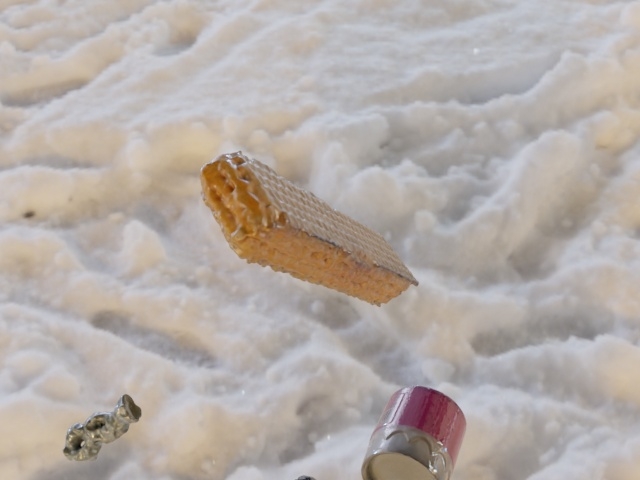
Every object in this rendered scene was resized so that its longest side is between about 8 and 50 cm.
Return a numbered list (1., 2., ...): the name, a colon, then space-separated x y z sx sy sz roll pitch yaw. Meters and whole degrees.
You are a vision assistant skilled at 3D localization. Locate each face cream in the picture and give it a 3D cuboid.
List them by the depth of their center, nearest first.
1. face cream: 0.188 0.416 1.736 0.175 0.175 0.195 14 38 17

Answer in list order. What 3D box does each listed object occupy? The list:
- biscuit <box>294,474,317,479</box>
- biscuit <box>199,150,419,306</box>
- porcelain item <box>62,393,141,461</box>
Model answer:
1. biscuit: -0.065 0.281 0.691 0.219 0.061 0.055 -48 33 7
2. biscuit: 0.000 0.000 0.878 0.054 0.379 0.094 -40 67 12
3. porcelain item: -0.197 0.169 0.771 0.083 0.028 0.036 -37 74 16
